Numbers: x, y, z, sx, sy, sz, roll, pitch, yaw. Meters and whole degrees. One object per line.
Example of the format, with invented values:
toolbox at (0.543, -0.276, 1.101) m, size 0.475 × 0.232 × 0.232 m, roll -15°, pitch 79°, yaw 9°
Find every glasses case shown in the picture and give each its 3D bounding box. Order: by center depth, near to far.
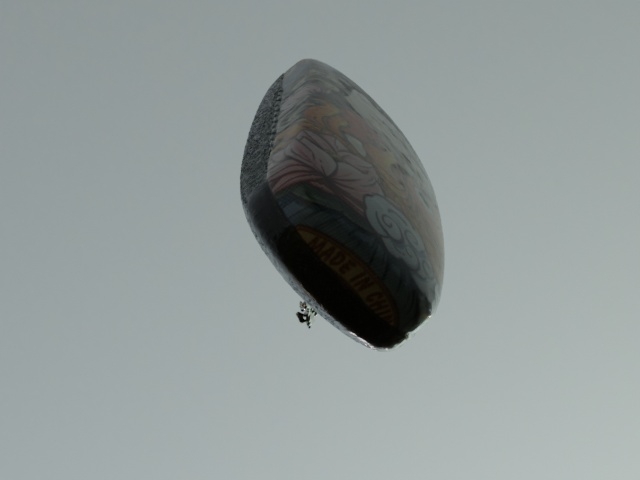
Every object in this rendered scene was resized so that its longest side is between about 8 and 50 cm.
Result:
glasses case at (0.014, -0.033, 0.905) m, size 0.122 × 0.321 × 0.082 m, roll 43°, pitch -75°, yaw -13°

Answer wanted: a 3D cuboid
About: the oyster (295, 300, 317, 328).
oyster at (-0.002, -0.007, 1.136) m, size 0.072 × 0.133 × 0.209 m, roll -12°, pitch -18°, yaw -1°
